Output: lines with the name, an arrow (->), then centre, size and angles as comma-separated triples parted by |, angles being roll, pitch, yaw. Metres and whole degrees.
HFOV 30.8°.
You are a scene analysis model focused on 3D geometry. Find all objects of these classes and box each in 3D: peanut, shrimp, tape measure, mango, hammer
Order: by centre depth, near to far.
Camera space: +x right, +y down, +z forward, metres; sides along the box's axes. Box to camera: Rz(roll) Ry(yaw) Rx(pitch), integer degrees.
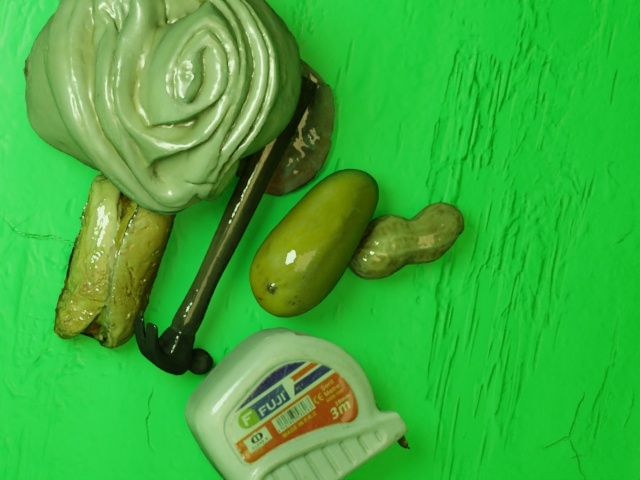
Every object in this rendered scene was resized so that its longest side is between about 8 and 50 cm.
hammer -> -0.119, -0.022, 1.566 | 0.168, 0.044, 0.439 | 23, 93, -59
shrimp -> -0.061, -0.216, 1.603 | 0.164, 0.062, 0.316 | -13, 107, -22
mango -> 0.000, 0.000, 1.613 | 0.114, 0.156, 0.251 | 36, 75, 22
tape measure -> -0.041, 0.255, 1.651 | 0.258, 0.130, 0.265 | -34, 103, -15
peanut -> 0.126, -0.002, 1.693 | 0.193, 0.089, 0.089 | -18, 104, -21

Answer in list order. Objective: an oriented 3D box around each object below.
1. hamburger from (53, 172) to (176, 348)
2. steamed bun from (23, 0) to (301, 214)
hamburger -> -0.264, 0.025, 1.530 | 0.124, 0.131, 0.262 | 14, 97, -17
steamed bun -> -0.192, -0.218, 1.419 | 0.324, 0.219, 0.309 | 36, 78, 3
